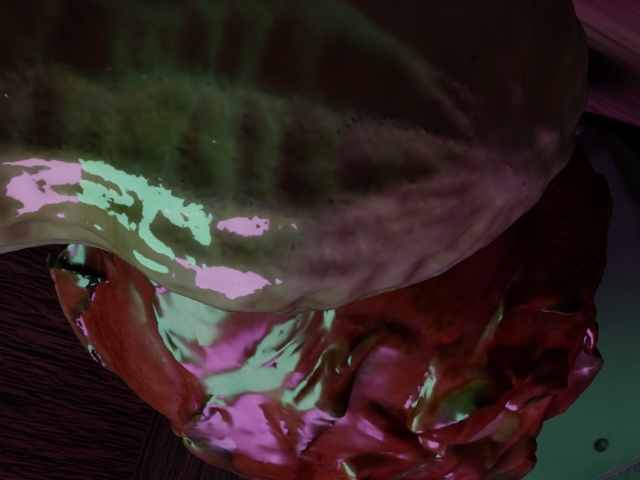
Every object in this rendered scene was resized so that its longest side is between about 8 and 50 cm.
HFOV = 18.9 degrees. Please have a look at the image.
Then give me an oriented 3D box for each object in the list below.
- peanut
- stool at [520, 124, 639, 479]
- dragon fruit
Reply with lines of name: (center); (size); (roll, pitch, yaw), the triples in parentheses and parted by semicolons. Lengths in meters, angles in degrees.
peanut: (-0.061, -0.040, 0.638); (0.298, 0.136, 0.120); (1, 140, 4)
stool: (0.112, 0.084, 1.103); (0.270, 0.170, 0.244); (-28, 163, 14)
dragon fruit: (0.009, 0.004, 0.859); (0.241, 0.241, 0.252); (19, -172, -36)
